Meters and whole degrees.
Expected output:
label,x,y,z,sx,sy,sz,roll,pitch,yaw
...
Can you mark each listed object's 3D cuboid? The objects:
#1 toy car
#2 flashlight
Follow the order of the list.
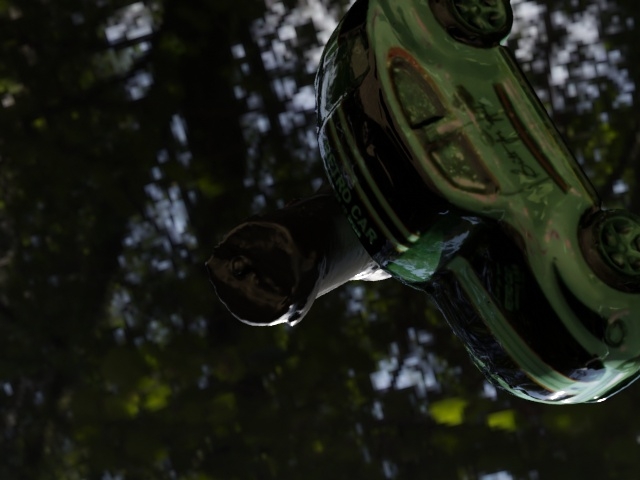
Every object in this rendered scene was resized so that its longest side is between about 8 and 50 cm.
label,x,y,z,sx,sy,sz,roll,pitch,yaw
toy car,0.085,-0.031,0.971,0.125,0.305,0.136,-18,163,-33
flashlight,0.000,0.000,1.034,0.093,0.093,0.232,-2,-171,24
